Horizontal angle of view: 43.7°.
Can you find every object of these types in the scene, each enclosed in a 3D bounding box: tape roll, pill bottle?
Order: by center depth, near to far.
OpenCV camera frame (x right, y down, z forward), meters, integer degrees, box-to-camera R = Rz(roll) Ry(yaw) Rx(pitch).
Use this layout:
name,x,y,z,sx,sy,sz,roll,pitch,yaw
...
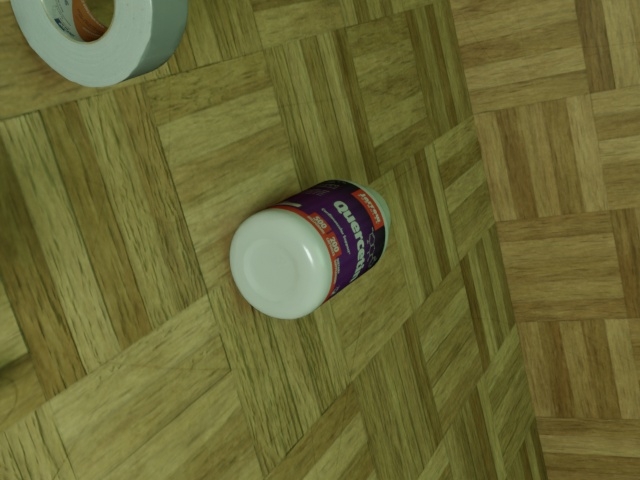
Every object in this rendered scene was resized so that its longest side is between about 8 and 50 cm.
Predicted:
name,x,y,z,sx,sy,sz,roll,pitch,yaw
tape roll,-0.266,-0.297,0.944,0.072,0.219,0.219,-39,118,-53
pill bottle,0.000,0.000,1.364,0.323,0.181,0.181,-31,112,-56
